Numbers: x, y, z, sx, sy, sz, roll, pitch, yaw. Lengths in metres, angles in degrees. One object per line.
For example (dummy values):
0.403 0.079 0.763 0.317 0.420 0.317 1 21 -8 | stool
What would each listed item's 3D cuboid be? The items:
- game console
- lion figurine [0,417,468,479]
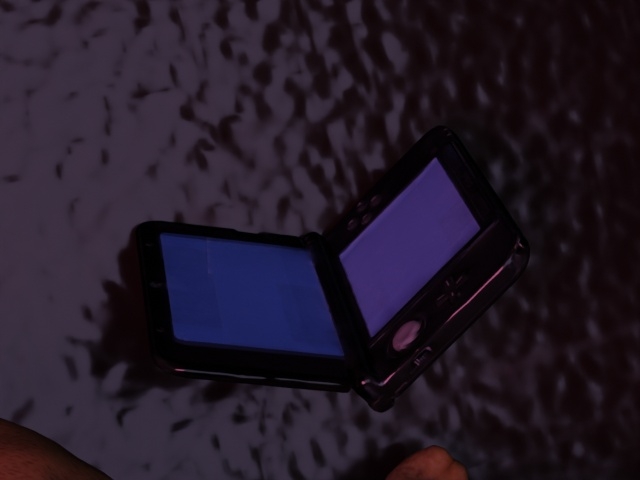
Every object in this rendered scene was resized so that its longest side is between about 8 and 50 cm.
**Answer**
0.000 0.000 0.580 0.071 0.122 0.107 39 102 -22 | game console
-0.001 0.124 0.492 0.392 0.240 0.142 5 96 -21 | lion figurine
